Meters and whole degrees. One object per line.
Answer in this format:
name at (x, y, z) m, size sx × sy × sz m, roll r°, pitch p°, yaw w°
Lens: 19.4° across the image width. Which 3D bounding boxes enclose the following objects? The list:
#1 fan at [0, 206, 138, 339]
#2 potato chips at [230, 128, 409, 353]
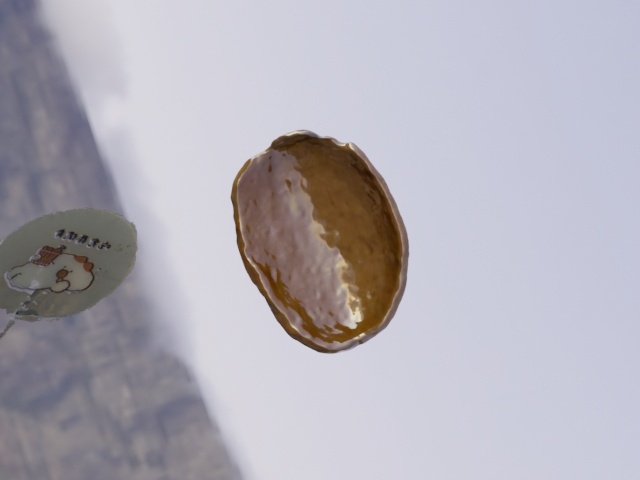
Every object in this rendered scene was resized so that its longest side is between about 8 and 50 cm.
fan at (-0.342, 0.073, 2.170) m, size 0.329 × 0.190 × 0.009 m, roll -48°, pitch -130°, yaw 24°
potato chips at (0.000, 0.000, 1.695) m, size 0.202 × 0.150 × 0.049 m, roll 62°, pitch -13°, yaw 3°
